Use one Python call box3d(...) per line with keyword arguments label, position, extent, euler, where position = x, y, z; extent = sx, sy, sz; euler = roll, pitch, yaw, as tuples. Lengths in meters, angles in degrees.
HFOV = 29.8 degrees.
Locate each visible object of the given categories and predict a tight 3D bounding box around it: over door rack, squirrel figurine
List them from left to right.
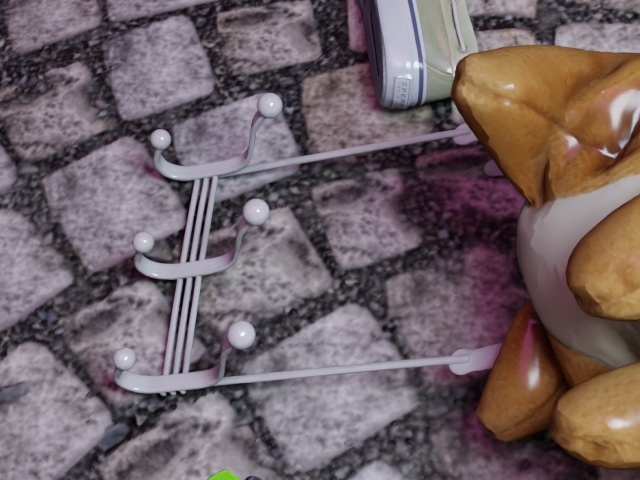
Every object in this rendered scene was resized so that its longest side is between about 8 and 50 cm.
box3d(label="over door rack", position=(0.000, 0.000, 0.970), extent=(0.324, 0.108, 0.240), euler=(-1, 57, 10))
box3d(label="squirrel figurine", position=(0.324, 0.029, 0.743), extent=(0.397, 0.281, 0.370), euler=(-8, 17, -26))

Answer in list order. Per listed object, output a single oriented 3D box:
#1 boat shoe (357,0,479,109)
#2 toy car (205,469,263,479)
box3d(label="boat shoe", position=(0.086, -0.252, 1.138), extent=(0.094, 0.109, 0.302), euler=(-1, 64, -8))
box3d(label="toy car", position=(0.009, 0.234, 0.797), extent=(0.225, 0.053, 0.239), euler=(32, 51, 9))
